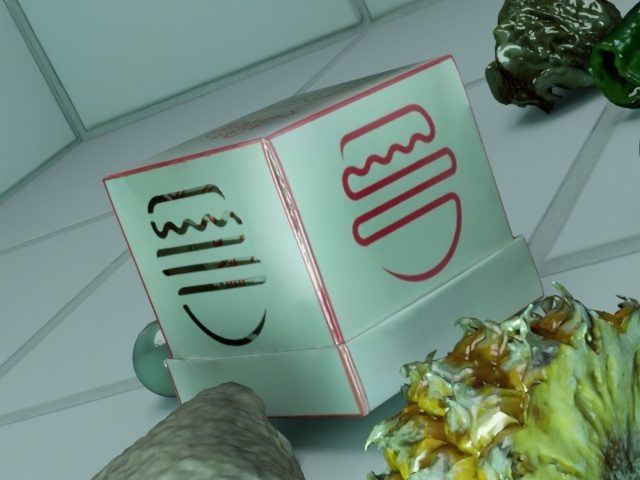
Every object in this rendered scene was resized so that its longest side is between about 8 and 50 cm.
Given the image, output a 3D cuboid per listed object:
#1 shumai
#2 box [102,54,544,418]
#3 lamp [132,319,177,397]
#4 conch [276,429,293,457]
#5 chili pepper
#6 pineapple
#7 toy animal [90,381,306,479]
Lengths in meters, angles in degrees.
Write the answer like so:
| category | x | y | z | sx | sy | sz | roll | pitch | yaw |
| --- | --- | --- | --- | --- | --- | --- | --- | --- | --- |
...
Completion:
| category | x | y | z | sx | sy | sz | roll | pitch | yaw |
| --- | --- | --- | --- | --- | --- | --- | --- | --- | --- |
| shumai | 0.368 | -0.287 | 2.332 | 0.218 | 0.189 | 0.256 | -50 | 38 | -16 |
| box | 0.000 | 0.000 | 1.612 | 0.312 | 0.300 | 0.314 | -28 | 12 | -40 |
| lamp | -0.188 | 0.147 | 1.867 | 0.105 | 0.105 | 0.105 | -24 | 15 | 7 |
| conch | -0.088 | 0.226 | 1.534 | 0.104 | 0.094 | 0.176 | -42 | -10 | -8 |
| chili pepper | 0.562 | -0.323 | 2.069 | 0.385 | 0.168 | 0.213 | -32 | 14 | -15 |
| pineapple | 0.102 | 0.154 | 1.166 | 0.286 | 0.209 | 0.344 | -12 | 22 | 43 |
| toy animal | -0.109 | 0.261 | 1.205 | 0.226 | 0.188 | 0.358 | -37 | 16 | 2 |
